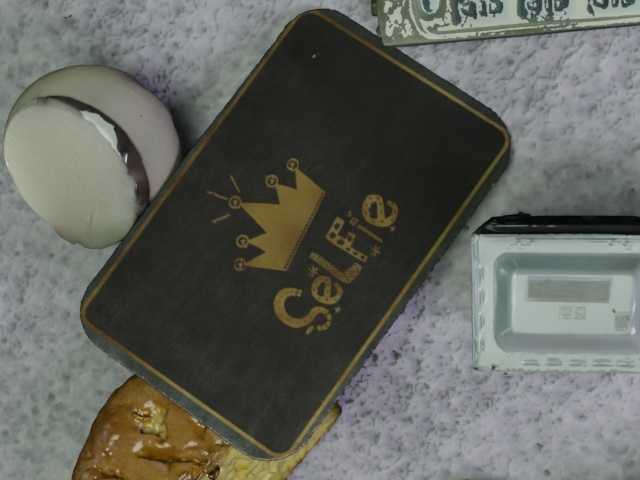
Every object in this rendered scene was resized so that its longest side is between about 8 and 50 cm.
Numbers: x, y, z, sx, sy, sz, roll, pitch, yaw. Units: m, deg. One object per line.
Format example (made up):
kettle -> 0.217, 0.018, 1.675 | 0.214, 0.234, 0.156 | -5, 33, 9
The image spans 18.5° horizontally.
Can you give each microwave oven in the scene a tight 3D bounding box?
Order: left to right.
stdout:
microwave oven -> 0.234, 0.039, 1.622 | 0.208, 0.162, 0.122 | 0, 95, 10

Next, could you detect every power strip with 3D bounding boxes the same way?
power strip -> 0.177, -0.212, 1.692 | 0.286, 0.048, 0.080 | -1, 97, 20

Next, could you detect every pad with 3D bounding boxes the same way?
pad -> 0.001, 0.001, 1.698 | 0.315, 0.063, 0.375 | 34, 83, 13

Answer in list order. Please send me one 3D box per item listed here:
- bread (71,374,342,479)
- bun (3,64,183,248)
bread -> -0.119, 0.190, 1.789 | 0.147, 0.160, 0.260 | 43, 98, 27
bun -> -0.201, -0.089, 1.816 | 0.173, 0.120, 0.173 | 17, 130, 22
